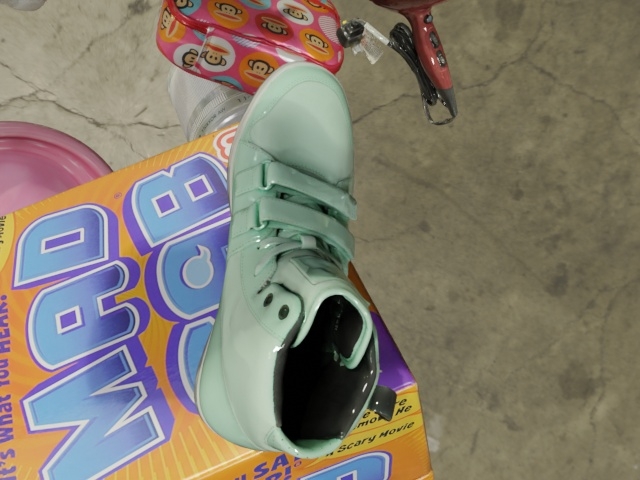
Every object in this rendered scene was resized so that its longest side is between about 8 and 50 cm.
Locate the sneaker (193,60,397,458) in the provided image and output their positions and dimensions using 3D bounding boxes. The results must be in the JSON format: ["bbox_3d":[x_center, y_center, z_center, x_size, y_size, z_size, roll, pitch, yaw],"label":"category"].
[{"bbox_3d":[0.000,0.001,0.409,0.094,0.151,0.255,14,80,-25],"label":"sneaker"}]

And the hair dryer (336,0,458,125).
[{"bbox_3d":[0.141,-0.291,0.915,0.224,0.293,0.080,40,74,2],"label":"hair dryer"}]

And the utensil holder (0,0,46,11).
[{"bbox_3d":[-0.624,-0.532,1.018,0.386,0.328,0.327,-6,102,-38],"label":"utensil holder"}]

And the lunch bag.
[{"bbox_3d":[-0.110,-0.358,1.125,0.293,0.258,0.120,15,136,-20],"label":"lunch bag"}]

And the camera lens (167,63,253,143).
[{"bbox_3d":[-0.143,-0.229,1.240,0.220,0.274,0.219,-18,145,-13],"label":"camera lens"}]

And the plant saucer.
[{"bbox_3d":[-0.444,-0.009,0.992,0.332,0.084,0.331,-12,112,-32],"label":"plant saucer"}]

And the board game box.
[{"bbox_3d":[-0.120,0.158,0.723,0.357,0.356,0.356,-23,140,-6],"label":"board game box"}]
